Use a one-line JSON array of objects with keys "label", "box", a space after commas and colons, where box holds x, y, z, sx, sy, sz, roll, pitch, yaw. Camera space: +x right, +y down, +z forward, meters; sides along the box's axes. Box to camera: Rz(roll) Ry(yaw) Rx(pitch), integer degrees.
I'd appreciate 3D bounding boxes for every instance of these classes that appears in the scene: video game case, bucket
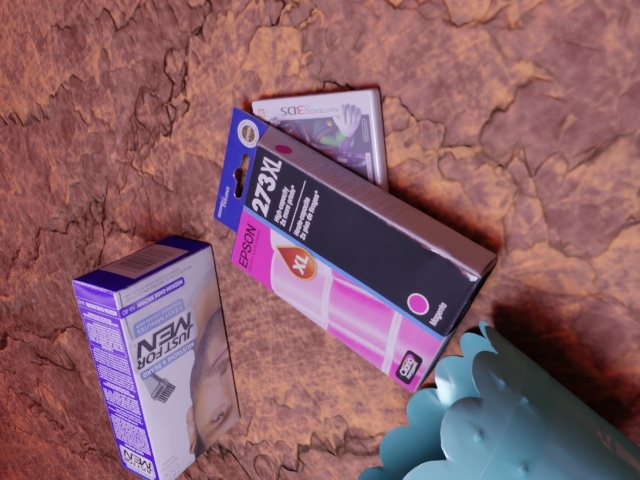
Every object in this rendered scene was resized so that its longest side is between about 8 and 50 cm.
[{"label": "video game case", "box": [0.001, -0.080, 0.638, 0.173, 0.022, 0.190, 6, 113, 35]}, {"label": "bucket", "box": [0.158, 0.240, 0.511, 0.183, 0.281, 0.281, 36, 127, 12]}]

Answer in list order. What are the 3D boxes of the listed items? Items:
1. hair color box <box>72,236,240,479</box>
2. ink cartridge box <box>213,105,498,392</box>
[{"label": "hair color box", "box": [-0.243, 0.186, 0.832, 0.110, 0.185, 0.339, 10, 116, 31]}, {"label": "ink cartridge box", "box": [0.000, 0.000, 0.622, 0.371, 0.069, 0.176, 34, 126, 23]}]
